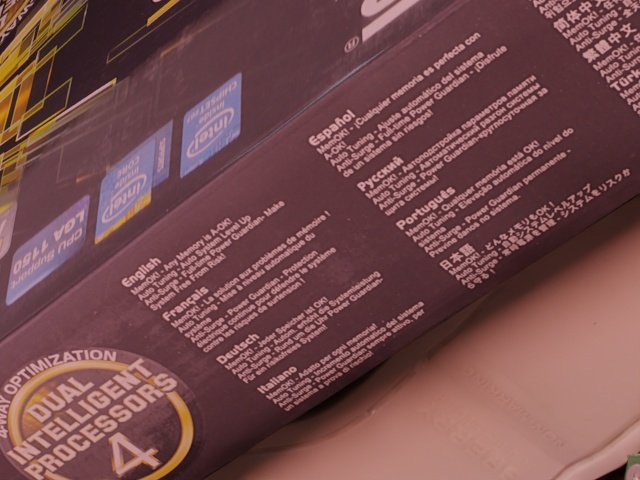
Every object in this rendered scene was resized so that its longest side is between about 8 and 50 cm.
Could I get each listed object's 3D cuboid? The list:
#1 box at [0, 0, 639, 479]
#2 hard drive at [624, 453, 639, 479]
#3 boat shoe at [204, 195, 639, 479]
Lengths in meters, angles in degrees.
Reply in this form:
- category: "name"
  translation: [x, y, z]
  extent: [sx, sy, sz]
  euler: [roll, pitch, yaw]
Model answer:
- category: "box"
  translation: [-0.014, -0.076, 0.648]
  extent: [0.395, 0.097, 0.318]
  euler: [-35, 32, 25]
- category: "hard drive"
  translation: [0.169, 0.201, 0.446]
  extent: [0.237, 0.064, 0.339]
  euler: [-12, 72, 53]
- category: "boat shoe"
  translation: [0.023, 0.061, 0.651]
  extent: [0.319, 0.116, 0.099]
  euler: [-38, 15, 24]
